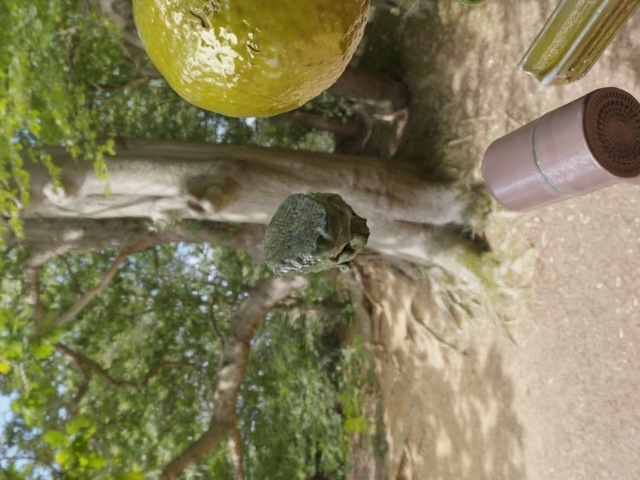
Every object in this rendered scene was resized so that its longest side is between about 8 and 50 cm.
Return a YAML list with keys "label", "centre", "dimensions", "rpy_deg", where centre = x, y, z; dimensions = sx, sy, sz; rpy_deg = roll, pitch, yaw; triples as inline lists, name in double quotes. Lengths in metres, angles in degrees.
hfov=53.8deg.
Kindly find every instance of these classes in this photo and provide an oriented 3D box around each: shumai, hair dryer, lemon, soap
- label: "shumai"
  centre: [-0.005, 0.003, 1.128]
  dimensions: [0.184, 0.142, 0.184]
  rpy_deg: [-31, 44, 35]
- label: "hair dryer"
  centre: [0.438, -0.101, 0.926]
  dimensions: [0.210, 0.353, 0.125]
  rpy_deg: [155, 121, -64]
- label: "lemon"
  centre: [-0.073, -0.252, 0.657]
  dimensions: [0.267, 0.267, 0.267]
  rpy_deg: [6, -90, -87]
- label: "soap"
  centre: [0.457, -0.387, 1.030]
  dimensions: [0.173, 0.089, 0.274]
  rpy_deg: [-25, -27, -45]

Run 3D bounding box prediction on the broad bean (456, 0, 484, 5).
- label: "broad bean"
  centre: [0.339, -0.526, 1.209]
  dimensions: [0.070, 0.213, 0.048]
  rpy_deg: [49, 177, -32]
